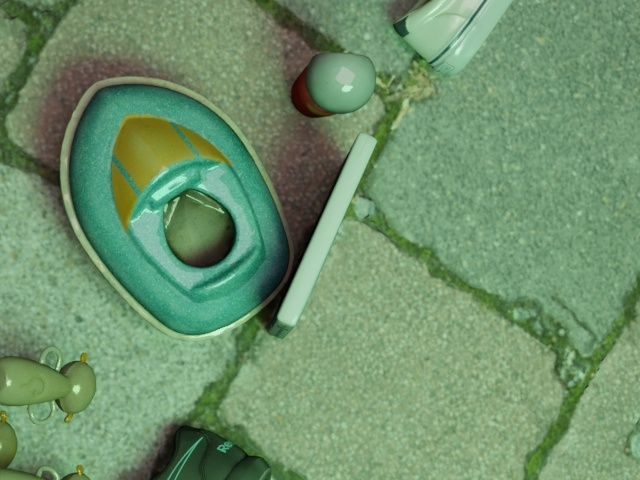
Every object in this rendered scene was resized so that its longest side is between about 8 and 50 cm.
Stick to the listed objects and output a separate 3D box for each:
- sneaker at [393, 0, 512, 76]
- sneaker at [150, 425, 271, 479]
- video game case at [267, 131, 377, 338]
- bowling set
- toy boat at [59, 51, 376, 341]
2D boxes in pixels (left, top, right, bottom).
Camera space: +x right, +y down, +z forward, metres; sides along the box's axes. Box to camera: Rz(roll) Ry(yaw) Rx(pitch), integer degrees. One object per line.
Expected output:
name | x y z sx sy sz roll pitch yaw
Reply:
sneaker | 0.170 -0.294 1.649 0.091 0.094 0.258 36 80 -15
sneaker | -0.158 0.300 1.547 0.106 0.101 0.267 34 79 11
video game case | 0.000 0.000 1.548 0.022 0.173 0.190 24 81 -1
bowling set | -0.314 0.227 1.491 0.154 0.200 0.287 14 86 -56
toy boat | -0.088 -0.076 1.541 0.318 0.148 0.267 -39 97 -13
